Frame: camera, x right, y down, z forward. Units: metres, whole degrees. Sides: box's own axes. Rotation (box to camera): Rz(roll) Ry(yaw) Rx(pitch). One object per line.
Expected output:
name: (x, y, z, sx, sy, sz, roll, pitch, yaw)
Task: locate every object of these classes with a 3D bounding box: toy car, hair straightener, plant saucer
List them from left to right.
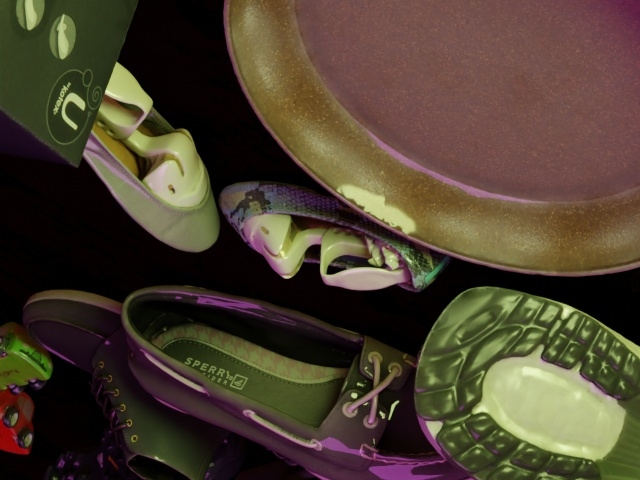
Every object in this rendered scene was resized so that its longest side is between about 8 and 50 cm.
toy car: (-0.329, 0.121, 1.431, 0.225, 0.053, 0.239, -16, 129, 46)
hair straightener: (-0.024, 0.211, 1.345, 0.089, 0.047, 0.230, 37, 146, -17)
plant saucer: (0.094, -0.094, 0.834, 0.310, 0.050, 0.311, 19, 146, 13)

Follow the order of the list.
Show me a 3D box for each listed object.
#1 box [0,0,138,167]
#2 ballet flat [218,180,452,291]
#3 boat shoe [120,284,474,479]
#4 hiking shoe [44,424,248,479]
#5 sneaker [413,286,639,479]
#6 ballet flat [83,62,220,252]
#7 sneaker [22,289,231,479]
box: (-0.243, -0.163, 0.815, 0.165, 0.143, 0.270, 11, 165, 25)
ballet flat: (0.000, 0.000, 1.018, 0.188, 0.070, 0.070, 7, 143, 28)
boat shoe: (-0.018, 0.114, 1.148, 0.335, 0.112, 0.095, 13, 150, 26)
hiking shoe: (-0.154, 0.225, 1.436, 0.132, 0.113, 0.304, 12, 153, -38)
sneaker: (0.240, 0.150, 1.040, 0.410, 0.158, 0.182, 30, 178, -9)
ballet flat: (-0.129, -0.070, 1.006, 0.068, 0.072, 0.213, -16, 128, 41)
sneaker: (-0.180, 0.129, 1.275, 0.222, 0.118, 0.083, 22, 147, 7)
